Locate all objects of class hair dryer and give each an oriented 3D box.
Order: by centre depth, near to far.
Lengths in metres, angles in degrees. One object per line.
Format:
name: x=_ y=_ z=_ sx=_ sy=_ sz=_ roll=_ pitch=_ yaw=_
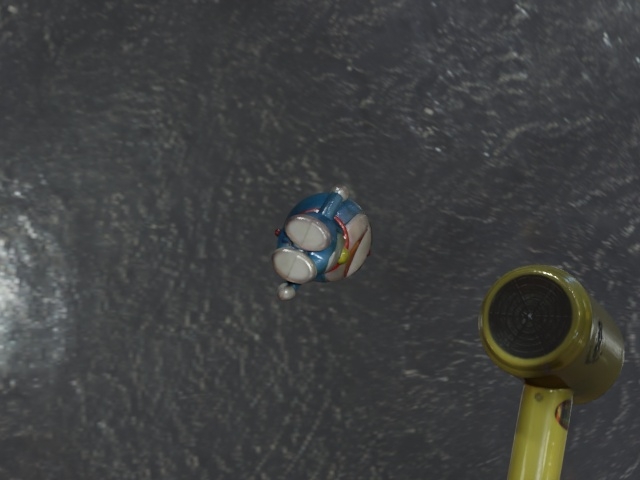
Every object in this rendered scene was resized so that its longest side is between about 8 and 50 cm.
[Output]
hair dryer: x=0.163 y=0.164 z=0.909 sx=0.090 sy=0.135 sz=0.278 roll=6 pitch=77 yaw=26

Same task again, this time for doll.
doll: x=0.000 y=0.000 z=1.114 sx=0.085 sy=0.152 sz=0.114 roll=28 pitch=101 yaw=10
